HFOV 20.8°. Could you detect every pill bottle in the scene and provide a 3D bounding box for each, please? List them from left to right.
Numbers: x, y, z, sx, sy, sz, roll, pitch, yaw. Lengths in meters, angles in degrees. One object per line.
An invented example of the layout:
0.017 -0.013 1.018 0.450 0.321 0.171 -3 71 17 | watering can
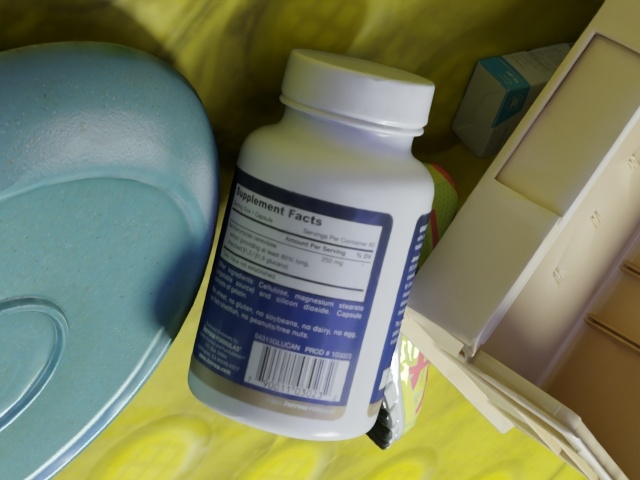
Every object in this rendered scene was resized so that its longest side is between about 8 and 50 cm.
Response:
0.000 0.000 0.818 0.094 0.094 0.169 2 106 -48 | pill bottle

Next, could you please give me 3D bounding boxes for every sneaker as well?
0.045 0.038 0.962 0.094 0.081 0.208 -34 150 -23 | sneaker

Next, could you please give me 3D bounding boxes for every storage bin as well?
0.186 -0.003 0.947 0.262 0.123 0.260 -55 152 -6 | storage bin

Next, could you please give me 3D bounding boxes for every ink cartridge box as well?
0.116 -0.077 0.940 0.083 0.028 0.048 -15 141 -36 | ink cartridge box

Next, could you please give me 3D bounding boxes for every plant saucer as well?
-0.161 0.052 0.752 0.318 0.043 0.317 -35 154 -19 | plant saucer
